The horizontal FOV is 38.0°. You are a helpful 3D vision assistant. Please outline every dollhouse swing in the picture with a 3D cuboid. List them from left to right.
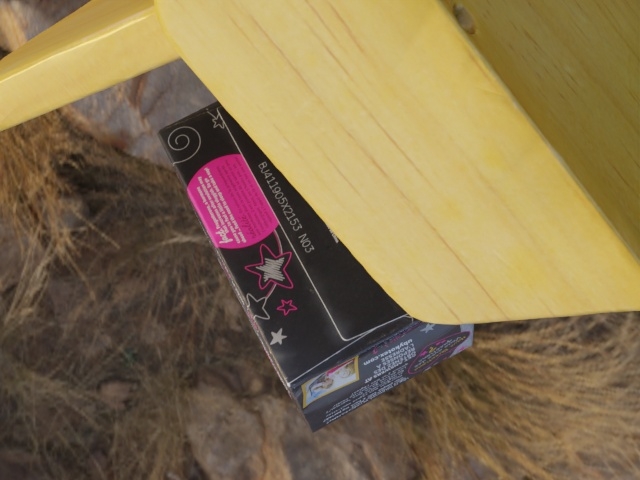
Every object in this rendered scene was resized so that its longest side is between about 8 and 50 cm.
[{"bbox_3d":[0.018,-0.097,0.602,0.305,0.347,0.315,-31,108,33],"label":"dollhouse swing"}]

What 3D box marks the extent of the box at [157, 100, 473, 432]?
[{"bbox_3d":[0.000,0.000,0.762,0.163,0.247,0.142,-27,155,-6],"label":"box"}]
